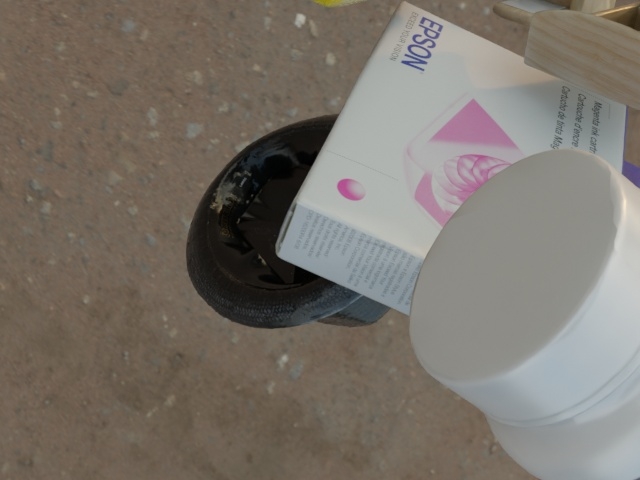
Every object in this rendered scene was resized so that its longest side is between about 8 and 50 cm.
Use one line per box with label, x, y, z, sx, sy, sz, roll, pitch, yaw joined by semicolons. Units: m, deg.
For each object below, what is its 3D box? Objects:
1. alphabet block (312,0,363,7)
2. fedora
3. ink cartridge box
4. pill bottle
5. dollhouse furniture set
alphabet block;0.019;-0.319;0.698;0.197;0.192;0.193;-29;143;-49
fedora;0.000;0.000;1.046;0.334;0.334;0.152;-47;133;-11
ink cartridge box;0.167;-0.042;0.714;0.324;0.330;0.071;-66;179;-47
pill bottle;0.194;0.085;0.483;0.283;0.161;0.161;35;86;-24
dollhouse furniture set;0.272;-0.300;0.707;0.198;0.286;0.303;-20;128;-33
